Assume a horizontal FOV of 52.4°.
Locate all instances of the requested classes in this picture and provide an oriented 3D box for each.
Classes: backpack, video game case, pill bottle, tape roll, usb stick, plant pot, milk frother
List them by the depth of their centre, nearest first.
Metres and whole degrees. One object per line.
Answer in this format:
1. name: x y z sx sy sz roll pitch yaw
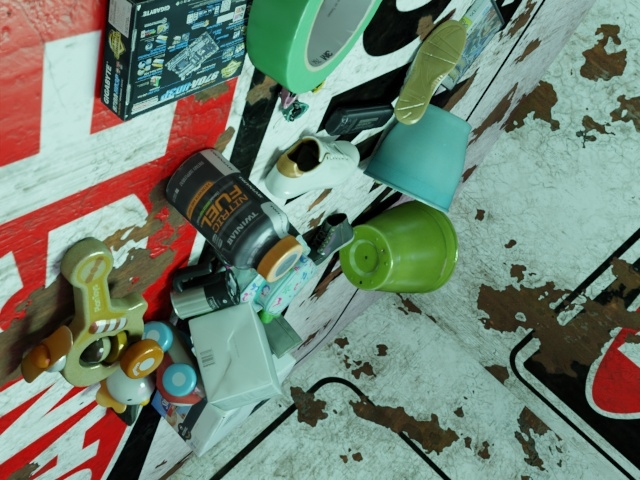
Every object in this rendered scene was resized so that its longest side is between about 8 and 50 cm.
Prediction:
1. tape roll: 0.017 -0.373 0.957 0.321 0.077 0.321 -53 171 -12
2. pill bottle: -0.144 -0.038 1.141 0.130 0.245 0.130 -44 165 -15
3. milk frother: -0.259 0.088 1.465 0.134 0.129 0.143 -15 -158 9
4. usb stick: 0.098 -0.294 1.565 0.077 0.045 0.278 -48 167 31
5. backpack: -0.138 0.078 1.612 0.253 0.191 0.225 -41 166 -4
6. video game case: 0.403 -0.541 1.805 0.248 0.035 0.275 -52 165 17
7. plant pot: 0.296 -0.250 1.866 0.255 0.271 0.271 -65 163 7
8. plant pot: 0.265 0.045 2.411 0.353 0.366 0.366 -10 142 -49

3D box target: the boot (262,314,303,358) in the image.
1. boot: -0.125 0.229 1.964 0.189 0.208 0.076 -38 164 -31

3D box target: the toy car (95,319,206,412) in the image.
1. toy car: -0.398 0.324 1.501 0.238 0.210 0.219 -33 167 -5

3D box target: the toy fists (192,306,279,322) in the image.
1. toy fists: -0.203 0.184 1.763 0.279 0.142 0.096 -38 163 -34

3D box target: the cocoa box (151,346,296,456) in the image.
1. cocoa box: -0.291 0.426 1.971 0.347 0.228 0.231 -30 157 -49

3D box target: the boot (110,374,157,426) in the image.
1. boot: -0.454 0.374 1.681 0.161 0.083 0.246 -43 167 -40

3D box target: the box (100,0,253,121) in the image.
1. box: -0.175 -0.266 0.844 0.220 0.051 0.175 -36 161 -39

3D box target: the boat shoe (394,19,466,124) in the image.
1. boat shoe: 0.262 -0.422 1.629 0.277 0.098 0.096 -58 -171 8

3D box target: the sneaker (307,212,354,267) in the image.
1. sneaker: 0.000 0.000 2.029 0.222 0.083 0.118 -37 145 -11

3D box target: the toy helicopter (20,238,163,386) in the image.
1. toy helicopter: -0.416 0.140 1.150 0.235 0.140 0.355 -26 145 -33

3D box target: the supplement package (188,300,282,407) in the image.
1. supplement package: -0.194 0.275 1.511 0.149 0.194 0.203 -17 160 -3

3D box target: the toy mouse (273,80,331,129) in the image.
1. toy mouse: -0.051 -0.270 1.227 0.143 0.031 0.161 -48 165 1

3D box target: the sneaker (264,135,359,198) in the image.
1. sneaker: 0.008 -0.184 1.468 0.290 0.106 0.123 -31 161 -44

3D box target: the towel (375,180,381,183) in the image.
1. towel: 0.235 -0.234 2.143 0.110 0.027 0.148 -53 166 25
